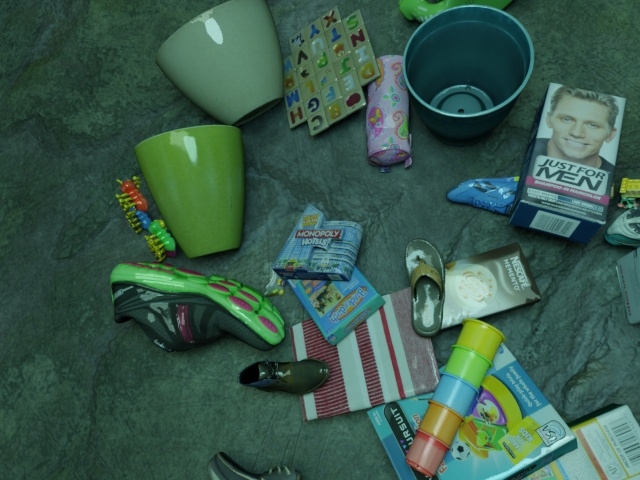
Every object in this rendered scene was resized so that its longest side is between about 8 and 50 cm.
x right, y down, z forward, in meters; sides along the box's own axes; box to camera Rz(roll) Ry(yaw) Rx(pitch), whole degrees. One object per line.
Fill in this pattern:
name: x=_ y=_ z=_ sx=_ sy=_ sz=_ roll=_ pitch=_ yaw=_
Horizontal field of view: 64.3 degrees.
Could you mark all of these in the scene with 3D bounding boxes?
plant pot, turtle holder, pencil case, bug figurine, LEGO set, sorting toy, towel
plant pot: x=0.338 y=-0.354 z=1.205 sx=0.271 sy=0.255 sz=0.272 roll=-3 pitch=74 yaw=12
turtle holder: x=0.384 y=-0.684 z=1.318 sx=0.320 sy=0.243 sz=0.227 roll=-55 pitch=47 yaw=36
pencil case: x=0.177 y=-0.328 z=1.310 sx=0.124 sy=0.124 sz=0.284 roll=-3 pitch=75 yaw=12
bug figurine: x=-0.447 y=-0.047 z=1.322 sx=0.072 sy=0.279 sz=0.216 roll=-36 pitch=90 yaw=-19
plant pot: x=-0.303 y=-0.109 z=1.301 sx=0.275 sy=0.275 sz=0.293 roll=-13 pitch=89 yaw=9
LEGO set: x=0.771 y=-0.112 z=1.146 sx=0.287 sy=0.107 sz=0.132 roll=-22 pitch=37 yaw=11
sorting toy: x=-0.116 y=0.101 z=1.282 sx=0.045 sy=0.075 sz=0.083 roll=16 pitch=80 yaw=16
towel: x=0.093 y=0.264 z=1.174 sx=0.329 sy=0.037 sz=0.237 roll=-20 pitch=62 yaw=17

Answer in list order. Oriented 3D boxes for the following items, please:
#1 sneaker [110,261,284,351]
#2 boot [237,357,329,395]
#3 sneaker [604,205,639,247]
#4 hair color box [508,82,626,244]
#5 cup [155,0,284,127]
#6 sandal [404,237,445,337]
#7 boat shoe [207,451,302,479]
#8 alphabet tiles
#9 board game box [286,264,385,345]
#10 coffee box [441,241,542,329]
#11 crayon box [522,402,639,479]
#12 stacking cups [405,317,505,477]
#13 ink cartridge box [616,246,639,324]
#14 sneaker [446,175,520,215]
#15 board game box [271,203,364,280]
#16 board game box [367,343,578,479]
sneaker: x=-0.309 y=0.189 z=1.274 sx=0.483 sy=0.185 sz=0.202 roll=14 pitch=97 yaw=19
boot: x=-0.088 y=0.311 z=1.157 sx=0.219 sy=0.106 sz=0.082 roll=-22 pitch=63 yaw=37
sneaker: x=0.756 y=-0.025 z=1.105 sx=0.275 sy=0.110 sz=0.107 roll=4 pitch=69 yaw=-6
hair color box: x=0.555 y=-0.180 z=1.144 sx=0.174 sy=0.105 sz=0.347 roll=17 pitch=65 yaw=13
cup: x=-0.229 y=-0.443 z=1.351 sx=0.331 sy=0.331 sz=0.237 roll=-29 pitch=98 yaw=4
sandal: x=0.226 y=0.099 z=1.111 sx=0.090 sy=0.060 sz=0.219 roll=-1 pitch=75 yaw=16
boat shoe: x=-0.086 y=0.570 z=1.138 sx=0.355 sy=0.132 sz=0.130 roll=31 pitch=74 yaw=10
alphabet tiles: x=0.011 y=-0.461 z=1.375 sx=0.285 sy=0.011 sz=0.342 roll=-24 pitch=65 yaw=26
board game box: x=0.032 y=0.121 z=1.220 sx=0.160 sy=0.047 sz=0.210 roll=-39 pitch=48 yaw=1
coffee box: x=0.349 y=0.111 z=1.162 sx=0.246 sy=0.098 sz=0.141 roll=-19 pitch=72 yaw=8
crayon box: x=0.515 y=0.492 z=1.034 sx=0.323 sy=0.083 sz=0.203 roll=-25 pitch=71 yaw=4
stacking cups: x=0.271 y=0.314 z=1.020 sx=0.096 sy=0.096 sz=0.316 roll=24 pitch=68 yaw=17
ink cartridge box: x=0.696 y=0.086 z=1.037 sx=0.086 sy=0.203 sz=0.148 roll=-5 pitch=75 yaw=9
sneaker: x=0.409 y=-0.102 z=1.218 sx=0.209 sy=0.069 sz=0.082 roll=-3 pitch=70 yaw=11
board game box: x=0.000 y=0.000 z=1.251 sx=0.194 sy=0.060 sz=0.194 roll=-1 pitch=58 yaw=31
board game box: x=0.302 y=0.391 z=1.059 sx=0.336 sy=0.079 sz=0.254 roll=-32 pitch=46 yaw=2
